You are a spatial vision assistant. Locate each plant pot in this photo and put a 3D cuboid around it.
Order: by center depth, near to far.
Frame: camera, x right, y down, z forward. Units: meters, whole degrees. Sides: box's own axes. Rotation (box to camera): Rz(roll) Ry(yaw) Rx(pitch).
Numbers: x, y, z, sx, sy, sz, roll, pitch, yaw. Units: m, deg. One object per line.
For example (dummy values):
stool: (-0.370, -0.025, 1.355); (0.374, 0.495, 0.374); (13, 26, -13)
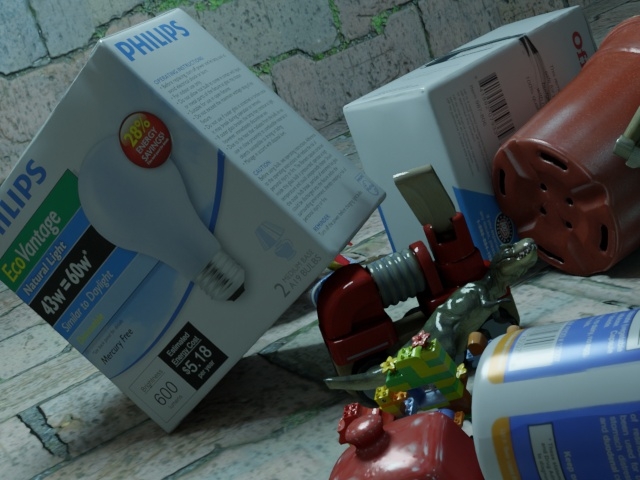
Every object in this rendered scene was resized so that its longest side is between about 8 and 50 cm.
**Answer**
plant pot: (0.378, -0.107, 1.410); (0.265, 0.272, 0.272); (-36, 20, -24)

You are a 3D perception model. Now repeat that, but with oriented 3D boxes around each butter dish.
butter dish: (0.062, 0.195, 0.909); (0.160, 0.118, 0.160); (-28, 15, 19)

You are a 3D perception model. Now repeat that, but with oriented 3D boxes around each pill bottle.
pill bottle: (0.257, 0.118, 0.769); (0.272, 0.152, 0.152); (-14, 15, 33)

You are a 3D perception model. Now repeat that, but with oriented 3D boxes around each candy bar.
candy bar: (0.037, 0.038, 1.780); (0.040, 0.018, 0.161); (-24, 15, -16)

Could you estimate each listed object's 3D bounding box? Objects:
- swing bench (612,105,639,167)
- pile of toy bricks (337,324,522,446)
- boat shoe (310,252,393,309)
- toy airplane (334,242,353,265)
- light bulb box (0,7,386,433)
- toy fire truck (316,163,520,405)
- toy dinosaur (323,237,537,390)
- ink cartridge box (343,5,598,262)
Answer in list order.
swing bench: (0.491, -0.141, 1.198); (0.254, 0.253, 0.165); (-61, -12, 8)
pile of toy bricks: (0.111, 0.131, 1.045); (0.212, 0.105, 0.118); (-22, 31, 29)
boat shoe: (0.059, 0.062, 1.584); (0.183, 0.066, 0.066); (-16, 6, -27)
toy airplane: (0.000, 0.000, 1.771); (0.151, 0.028, 0.151); (23, 10, -4)
light bulb box: (-0.182, -0.028, 1.379); (0.358, 0.361, 0.225); (-48, 0, 27)
toy fire truck: (0.093, 0.038, 1.232); (0.217, 0.246, 0.158); (-21, 14, -4)
toy dinosaur: (0.142, 0.114, 1.159); (0.268, 0.118, 0.064); (-38, -27, 6)
ink cartridge box: (0.254, -0.137, 1.586); (0.166, 0.285, 0.395); (-5, 20, 48)
